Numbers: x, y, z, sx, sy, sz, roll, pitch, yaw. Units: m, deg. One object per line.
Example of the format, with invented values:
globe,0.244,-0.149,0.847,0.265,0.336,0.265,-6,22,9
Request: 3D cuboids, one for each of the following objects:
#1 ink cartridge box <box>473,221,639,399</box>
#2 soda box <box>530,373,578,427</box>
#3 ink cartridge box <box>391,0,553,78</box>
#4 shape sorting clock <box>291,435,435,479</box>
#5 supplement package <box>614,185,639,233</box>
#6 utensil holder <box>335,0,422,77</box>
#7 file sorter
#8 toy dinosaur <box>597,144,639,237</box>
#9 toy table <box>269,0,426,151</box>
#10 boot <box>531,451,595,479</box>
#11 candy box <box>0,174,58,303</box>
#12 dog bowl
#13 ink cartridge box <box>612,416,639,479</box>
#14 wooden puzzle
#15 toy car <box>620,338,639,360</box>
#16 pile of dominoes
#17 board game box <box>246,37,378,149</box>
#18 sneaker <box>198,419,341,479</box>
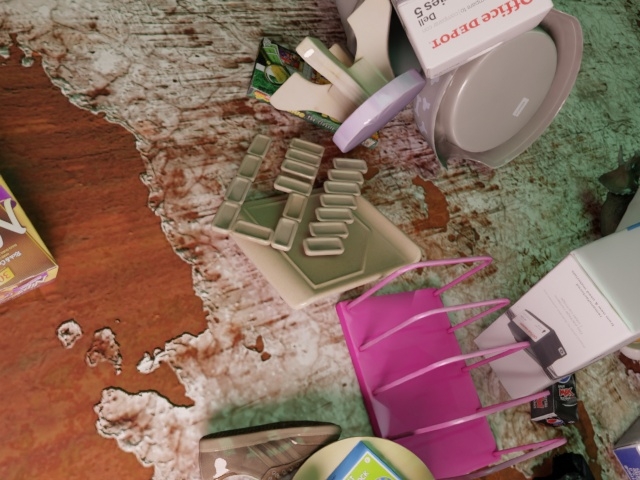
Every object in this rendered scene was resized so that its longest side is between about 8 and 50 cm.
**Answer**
ink cartridge box,0.408,0.107,0.858,0.223,0.307,0.129,-19,65,-21
soda box,0.406,0.234,1.000,0.053,0.060,0.168,21,55,-14
ink cartridge box,0.197,-0.417,0.863,0.272,0.199,0.115,64,13,-3
shape sorting clock,0.053,0.348,0.706,0.207,0.040,0.206,1,86,-7
supplement package,0.783,0.012,1.173,0.262,0.198,0.199,46,69,-24
utensil holder,0.167,-0.560,1.144,0.328,0.327,0.385,-1,63,-30
file sorter,0.188,0.186,0.825,0.202,0.182,0.290,-4,66,-32
toy dinosaur,0.692,-0.046,1.302,0.161,0.121,0.313,9,90,-20
toy table,0.054,-0.260,0.944,0.161,0.252,0.274,49,10,-2
boot,0.374,0.457,0.833,0.247,0.094,0.207,-29,84,-44
candy box,-0.411,-0.013,0.677,0.109,0.053,0.186,-30,83,-39
dog bowl,0.328,-0.293,1.088,0.349,0.348,0.102,-8,44,-33
ink cartridge box,0.719,0.453,1.054,0.330,0.071,0.324,-18,74,-39
wooden puzzle,0.000,0.000,0.871,0.239,0.044,0.221,-19,48,-33
toy car,0.669,0.147,1.153,0.182,0.159,0.136,-3,18,-1
pile of dominoes,-0.040,-0.066,0.892,0.196,0.040,0.251,17,47,0
board game box,-0.004,-0.275,1.072,0.260,0.030,0.136,19,58,-19
sneaker,-0.061,0.272,0.722,0.189,0.066,0.071,1,80,-24
